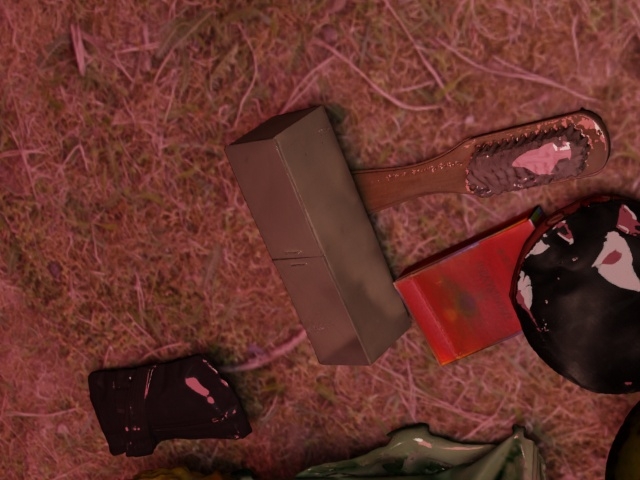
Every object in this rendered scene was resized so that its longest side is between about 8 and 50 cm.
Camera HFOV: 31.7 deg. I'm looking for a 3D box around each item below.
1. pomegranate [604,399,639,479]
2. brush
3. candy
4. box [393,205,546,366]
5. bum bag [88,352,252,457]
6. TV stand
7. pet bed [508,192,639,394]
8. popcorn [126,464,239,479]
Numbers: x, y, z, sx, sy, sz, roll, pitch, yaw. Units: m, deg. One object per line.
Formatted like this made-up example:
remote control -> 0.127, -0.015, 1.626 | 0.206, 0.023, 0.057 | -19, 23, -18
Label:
pomegranate -> 0.407, 0.253, 1.025 | 0.306, 0.242, 0.242 | 40, 125, 41
brush -> 0.133, -0.066, 1.167 | 0.327, 0.065, 0.070 | -11, 103, 30
candy -> 0.057, 0.355, 1.258 | 0.397, 0.172, 0.263 | -10, 106, 3
box -> 0.178, 0.051, 1.192 | 0.175, 0.048, 0.112 | -26, 97, 29
bum bag -> -0.196, 0.206, 1.424 | 0.248, 0.060, 0.123 | -13, 100, 31
TV stand -> 0.000, 0.000, 1.210 | 0.082, 0.088, 0.270 | -7, 113, 44
pet bed -> 0.283, 0.051, 1.104 | 0.201, 0.053, 0.201 | 0, 101, -1
popcorn -> -0.175, 0.375, 1.398 | 0.235, 0.217, 0.181 | -24, 64, 5
